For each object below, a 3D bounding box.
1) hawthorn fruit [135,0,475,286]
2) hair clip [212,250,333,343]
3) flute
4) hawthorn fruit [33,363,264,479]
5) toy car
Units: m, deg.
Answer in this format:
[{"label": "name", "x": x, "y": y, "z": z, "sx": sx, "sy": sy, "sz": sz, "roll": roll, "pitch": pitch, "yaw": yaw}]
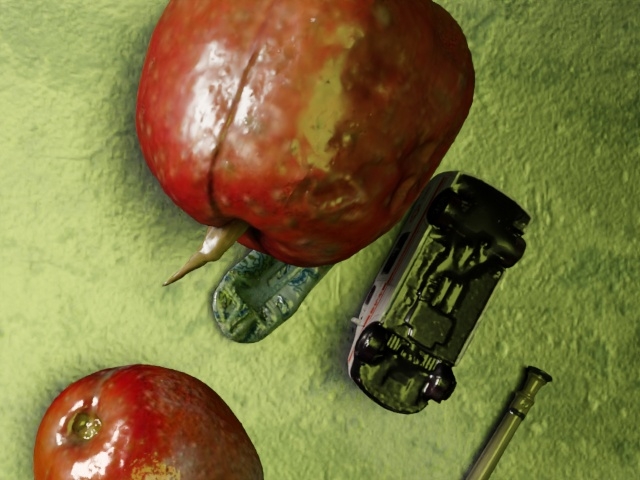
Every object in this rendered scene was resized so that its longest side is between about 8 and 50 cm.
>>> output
[{"label": "hawthorn fruit", "x": -0.011, "y": -0.107, "z": 1.024, "sx": 0.258, "sy": 0.258, "sz": 0.261, "roll": 20, "pitch": 53, "yaw": -17}, {"label": "hair clip", "x": -0.001, "y": 0.000, "z": 1.125, "sx": 0.229, "sy": 0.036, "sz": 0.066, "roll": -42, "pitch": 96, "yaw": -11}, {"label": "flute", "x": 0.137, "y": 0.212, "z": 1.168, "sx": 0.027, "sy": 0.027, "sz": 0.233, "roll": 37, "pitch": 76, "yaw": -14}, {"label": "hawthorn fruit", "x": -0.132, "y": 0.175, "z": 1.003, "sx": 0.173, "sy": 0.173, "sz": 0.172, "roll": 1, "pitch": 87, "yaw": -19}, {"label": "toy car", "x": 0.089, "y": 0.043, "z": 1.122, "sx": 0.089, "sy": 0.108, "sz": 0.209, "roll": 31, "pitch": 82, "yaw": -18}]
